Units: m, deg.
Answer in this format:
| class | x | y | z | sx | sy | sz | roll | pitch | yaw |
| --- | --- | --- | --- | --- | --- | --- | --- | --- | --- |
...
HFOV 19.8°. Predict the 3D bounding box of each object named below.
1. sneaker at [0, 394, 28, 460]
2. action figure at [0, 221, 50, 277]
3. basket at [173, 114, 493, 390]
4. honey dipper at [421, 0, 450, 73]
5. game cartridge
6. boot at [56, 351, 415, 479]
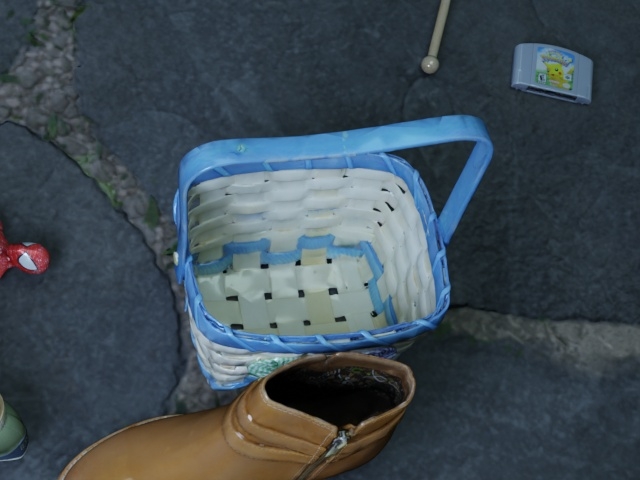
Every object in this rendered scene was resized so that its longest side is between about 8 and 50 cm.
| class | x | y | z | sx | sy | sz | roll | pitch | yaw |
| --- | --- | --- | --- | --- | --- | --- | --- | --- | --- |
| sneaker | -0.329 | 0.157 | 1.517 | 0.192 | 0.086 | 0.064 | 0 | 64 | 21 |
| action figure | -0.365 | -0.021 | 1.563 | 0.280 | 0.139 | 0.091 | 12 | 63 | -10 |
| basket | 0.000 | 0.000 | 1.545 | 0.255 | 0.289 | 0.201 | -6 | 54 | -13 |
| honey dipper | 0.124 | -0.237 | 1.845 | 0.030 | 0.030 | 0.160 | 18 | 63 | -4 |
| game cartridge | 0.234 | -0.170 | 1.845 | 0.083 | 0.017 | 0.056 | 11 | 58 | -8 |
| boot | -0.068 | 0.166 | 1.485 | 0.283 | 0.220 | 0.109 | -5 | 72 | -16 |
